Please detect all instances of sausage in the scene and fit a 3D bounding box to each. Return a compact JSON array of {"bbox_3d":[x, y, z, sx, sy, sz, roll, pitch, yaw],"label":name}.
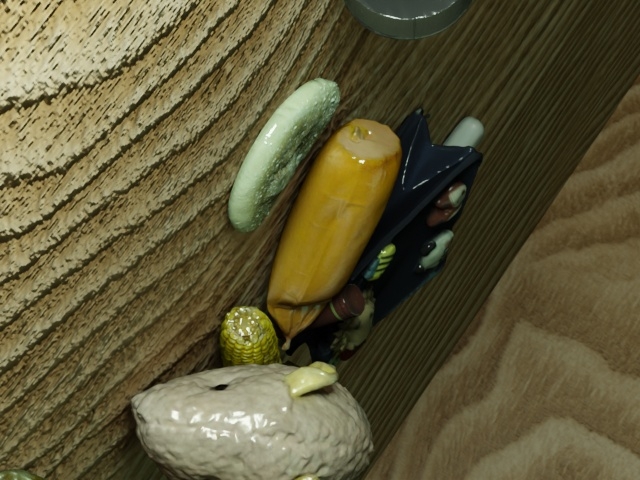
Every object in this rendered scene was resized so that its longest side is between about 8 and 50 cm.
[{"bbox_3d":[0.004,-0.001,1.852,0.112,0.112,0.328,-40,159,-51],"label":"sausage"}]

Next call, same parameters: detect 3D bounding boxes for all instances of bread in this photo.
[{"bbox_3d":[-0.040,-0.095,1.629,0.193,0.036,0.112,-57,165,-3],"label":"bread"}]

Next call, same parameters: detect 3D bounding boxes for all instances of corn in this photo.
[{"bbox_3d":[-0.086,0.147,1.917,0.080,0.080,0.231,-52,165,-19],"label":"corn"}]

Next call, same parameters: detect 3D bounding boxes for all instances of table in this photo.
[{"bbox_3d":[0.084,-0.262,1.480,0.133,0.133,0.043,-54,165,-14],"label":"table"}]

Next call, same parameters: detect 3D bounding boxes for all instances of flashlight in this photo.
[{"bbox_3d":[0.191,-0.111,2.372,0.200,0.047,0.093,-51,166,-23],"label":"flashlight"}]

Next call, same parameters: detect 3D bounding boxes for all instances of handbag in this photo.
[{"bbox_3d":[0.080,0.020,2.136,0.329,0.122,0.303,-48,164,-29],"label":"handbag"}]

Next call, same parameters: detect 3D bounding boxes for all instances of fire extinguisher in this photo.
[{"bbox_3d":[-0.018,0.094,1.975,0.158,0.064,0.043,-19,177,34],"label":"fire extinguisher"}]

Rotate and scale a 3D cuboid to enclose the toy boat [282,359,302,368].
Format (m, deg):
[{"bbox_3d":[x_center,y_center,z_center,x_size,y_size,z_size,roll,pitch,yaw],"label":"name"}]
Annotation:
[{"bbox_3d":[-0.073,0.213,2.166,0.200,0.057,0.077,-30,143,-62],"label":"toy boat"}]

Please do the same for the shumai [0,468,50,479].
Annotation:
[{"bbox_3d":[-0.269,0.355,1.485,0.189,0.218,0.256,-50,163,-5],"label":"shumai"}]

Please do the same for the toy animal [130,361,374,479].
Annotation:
[{"bbox_3d":[-0.054,0.237,1.800,0.358,0.226,0.188,15,76,-63],"label":"toy animal"}]
